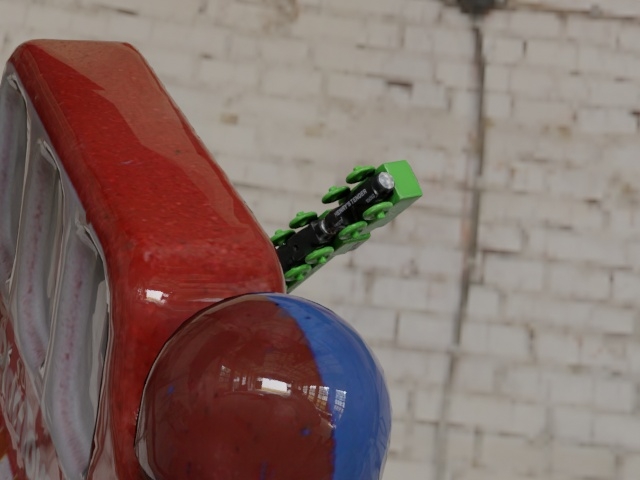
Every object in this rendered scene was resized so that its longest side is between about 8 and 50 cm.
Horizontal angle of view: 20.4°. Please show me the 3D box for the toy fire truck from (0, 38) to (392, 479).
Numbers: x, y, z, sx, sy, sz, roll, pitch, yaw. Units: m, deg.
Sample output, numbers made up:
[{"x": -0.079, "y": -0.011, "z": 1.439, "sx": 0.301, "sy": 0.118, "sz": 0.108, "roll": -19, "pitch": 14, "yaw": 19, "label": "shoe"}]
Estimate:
[{"x": -0.051, "y": 0.106, "z": 0.432, "sx": 0.169, "sy": 0.302, "sz": 0.254, "roll": 1, "pitch": -68, "yaw": -18, "label": "toy fire truck"}]

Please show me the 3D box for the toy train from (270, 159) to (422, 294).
[{"x": 0.000, "y": 0.000, "z": 0.534, "sx": 0.023, "sy": 0.017, "sz": 0.083, "roll": -13, "pitch": -18, "yaw": -42, "label": "toy train"}]
